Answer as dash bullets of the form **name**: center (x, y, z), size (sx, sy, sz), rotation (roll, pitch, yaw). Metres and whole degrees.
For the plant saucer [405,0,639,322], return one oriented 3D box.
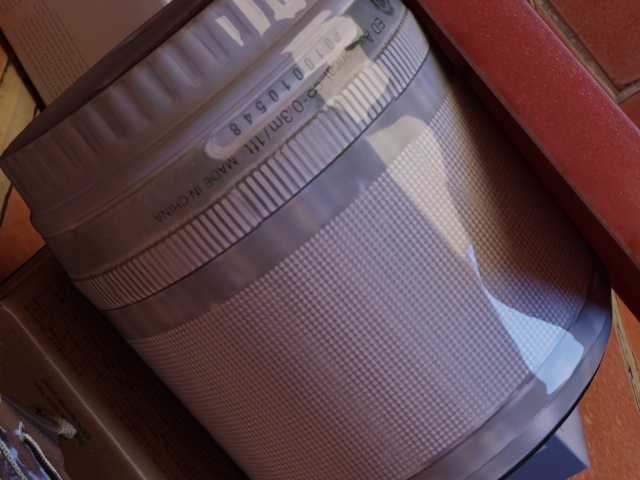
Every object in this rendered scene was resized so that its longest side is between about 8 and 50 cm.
- **plant saucer**: center (0.129, -0.058, 0.752), size (0.259, 0.048, 0.258), rotation (55, 6, 22)

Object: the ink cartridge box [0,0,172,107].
- **ink cartridge box**: center (-0.108, -0.159, 1.051), size (0.309, 0.130, 0.272), rotation (59, 22, 4)

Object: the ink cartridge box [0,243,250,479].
- **ink cartridge box**: center (-0.098, 0.108, 0.773), size (0.234, 0.088, 0.193), rotation (53, 21, -8)

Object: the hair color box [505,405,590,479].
- **hair color box**: center (0.130, 0.050, 1.284), size (0.185, 0.114, 0.374), rotation (45, 26, -28)

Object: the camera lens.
- **camera lens**: center (0.000, 0.000, 0.709), size (0.274, 0.219, 0.219), rotation (51, 23, -15)

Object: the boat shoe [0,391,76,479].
- **boat shoe**: center (-0.161, 0.108, 0.633), size (0.257, 0.095, 0.095), rotation (64, 34, -13)
